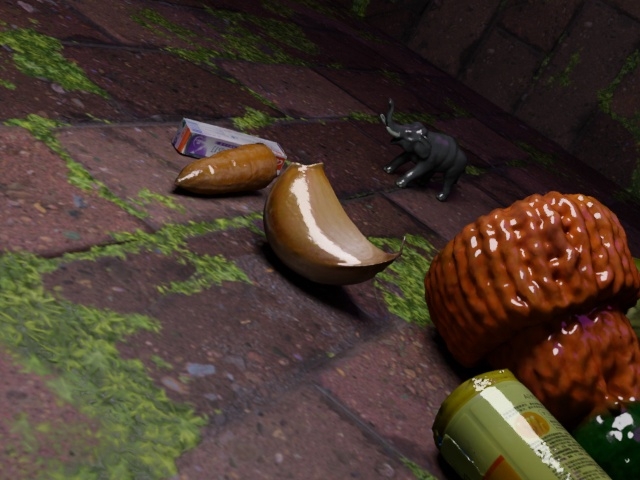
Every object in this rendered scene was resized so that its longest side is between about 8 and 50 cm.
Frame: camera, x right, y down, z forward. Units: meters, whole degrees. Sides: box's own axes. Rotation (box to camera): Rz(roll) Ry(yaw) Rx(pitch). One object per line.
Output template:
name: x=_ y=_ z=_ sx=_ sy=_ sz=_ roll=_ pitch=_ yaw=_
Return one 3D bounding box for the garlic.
garlic: x=0.004 y=0.002 z=1.230 sx=0.206 sy=0.128 sz=0.115 roll=45 pitch=-19 yaw=26

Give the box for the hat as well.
hat: x=0.328 y=0.143 z=1.182 sx=0.285 sy=0.285 sz=0.400 roll=-2 pitch=57 yaw=-56

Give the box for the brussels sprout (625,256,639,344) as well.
brussels sprout: x=0.522 y=0.099 z=1.636 sx=0.223 sy=0.161 sz=0.223 roll=26 pitch=15 yaw=-8

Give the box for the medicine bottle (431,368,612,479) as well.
medicine bottle: x=0.215 y=0.240 z=0.952 sx=0.124 sy=0.124 sz=0.239 roll=11 pitch=27 yaw=-43

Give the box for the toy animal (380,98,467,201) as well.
toy animal: x=0.188 y=-0.172 z=1.848 sx=0.270 sy=0.137 sz=0.082 roll=26 pitch=22 yaw=-36

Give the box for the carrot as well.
carrot: x=-0.144 y=-0.096 z=1.324 sx=0.072 sy=0.072 sz=0.205 roll=38 pitch=28 yaw=20

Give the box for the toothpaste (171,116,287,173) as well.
toothpaste: x=-0.139 y=-0.145 z=1.455 sx=0.196 sy=0.047 sz=0.040 roll=11 pitch=25 yaw=-44
